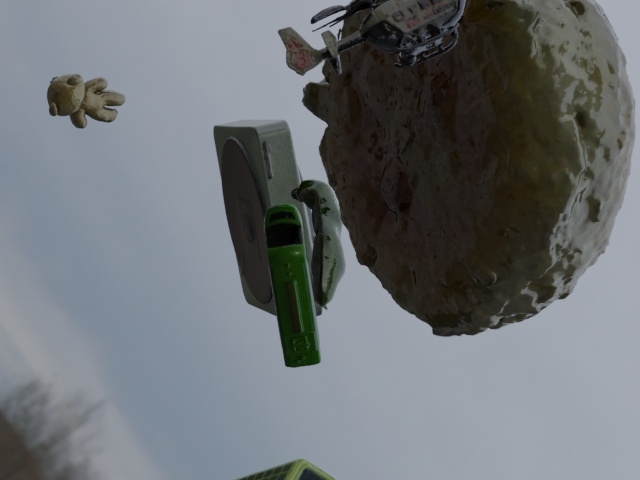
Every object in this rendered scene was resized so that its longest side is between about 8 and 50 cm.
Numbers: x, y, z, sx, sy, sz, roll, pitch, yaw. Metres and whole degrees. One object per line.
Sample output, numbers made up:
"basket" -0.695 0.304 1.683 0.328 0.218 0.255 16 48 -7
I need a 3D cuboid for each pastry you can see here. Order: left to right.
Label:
"pastry" 0.123 -0.077 1.403 0.330 0.136 0.329 15 -72 56

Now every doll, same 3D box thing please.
"doll" -0.248 -0.145 1.872 0.093 0.061 0.051 22 15 -32

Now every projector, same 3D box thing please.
"projector" -0.066 -0.034 2.364 0.259 0.079 0.257 -166 -115 -73

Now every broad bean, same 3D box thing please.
"broad bean" 0.004 -0.007 2.129 0.046 0.061 0.195 18 39 -32

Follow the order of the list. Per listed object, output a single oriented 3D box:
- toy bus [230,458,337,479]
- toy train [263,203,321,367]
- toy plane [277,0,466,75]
"toy bus" -0.043 0.249 1.510 0.088 0.101 0.175 37 -27 -14
"toy train" -0.031 0.053 1.935 0.042 0.044 0.209 -98 180 -50
"toy plane" 0.037 -0.121 0.999 0.031 0.121 0.049 85 -21 -77
